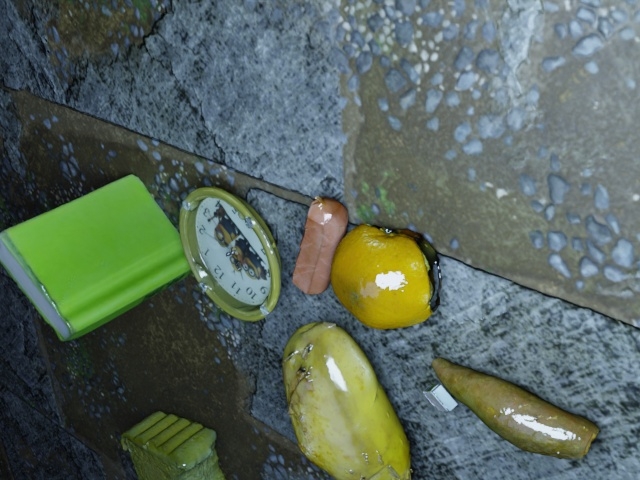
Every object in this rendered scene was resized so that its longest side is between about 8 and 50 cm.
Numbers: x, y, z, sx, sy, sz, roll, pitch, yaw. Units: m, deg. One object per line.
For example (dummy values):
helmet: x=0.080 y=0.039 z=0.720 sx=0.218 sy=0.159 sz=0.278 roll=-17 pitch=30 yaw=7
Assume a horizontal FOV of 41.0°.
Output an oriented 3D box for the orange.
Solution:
orange: x=0.079 y=0.054 z=1.148 sx=0.160 sy=0.112 sz=0.170 roll=49 pitch=128 yaw=10

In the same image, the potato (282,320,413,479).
potato: x=0.036 y=0.267 z=1.299 sx=0.173 sy=0.140 sz=0.300 roll=-20 pitch=100 yaw=43

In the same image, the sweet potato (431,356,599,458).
sweet potato: x=0.240 y=0.221 z=1.118 sx=0.244 sy=0.077 sz=0.077 roll=21 pitch=129 yaw=33

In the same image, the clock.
clock: x=-0.135 y=0.016 z=1.371 sx=0.237 sy=0.057 sz=0.237 roll=25 pitch=130 yaw=34

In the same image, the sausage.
sausage: x=0.001 y=0.000 z=1.220 sx=0.065 sy=0.065 sz=0.169 roll=37 pitch=137 yaw=22

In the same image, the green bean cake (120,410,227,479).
green bean cake: x=-0.278 y=0.482 z=1.770 sx=0.233 sy=0.124 sz=0.236 roll=12 pitch=123 yaw=41

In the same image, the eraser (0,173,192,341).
eraser: x=-0.376 y=0.028 z=1.449 sx=0.210 sy=0.274 sz=0.092 roll=53 pitch=139 yaw=3

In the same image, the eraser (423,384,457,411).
eraser: x=0.168 y=0.220 z=1.199 sx=0.038 sy=0.019 sz=0.083 roll=51 pitch=171 yaw=6
